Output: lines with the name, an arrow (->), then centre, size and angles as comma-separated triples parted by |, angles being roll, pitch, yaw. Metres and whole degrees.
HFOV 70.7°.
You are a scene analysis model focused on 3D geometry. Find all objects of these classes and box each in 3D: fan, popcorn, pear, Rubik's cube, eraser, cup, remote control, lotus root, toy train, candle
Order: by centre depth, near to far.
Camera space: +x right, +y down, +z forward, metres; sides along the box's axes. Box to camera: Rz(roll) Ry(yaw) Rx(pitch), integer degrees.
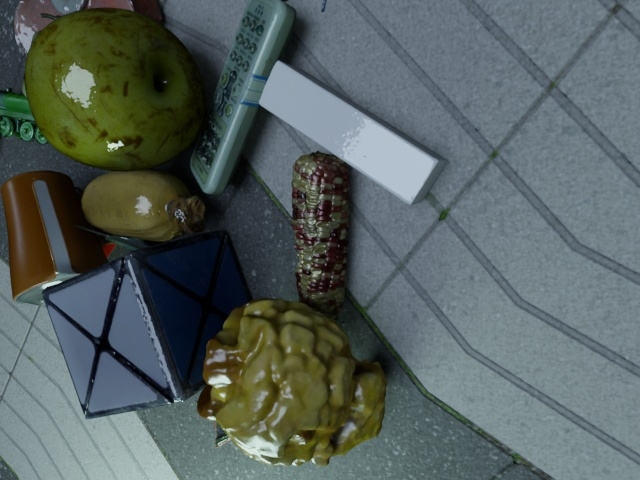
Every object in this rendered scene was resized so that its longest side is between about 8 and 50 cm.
popcorn -> -0.039, 0.236, 0.702 | 0.332, 0.225, 0.265 | 26, 124, -27
eraser -> 0.046, -0.170, 0.702 | 0.298, 0.078, 0.076 | 37, 113, 16
pear -> -0.341, -0.246, 0.765 | 0.283, 0.283, 0.284 | 5, 101, 26
remote control -> -0.138, -0.243, 0.779 | 0.128, 0.065, 0.336 | 49, 120, 43
Rubik's cube -> -0.299, 0.146, 0.831 | 0.254, 0.260, 0.260 | -20, 87, 27
candle -> -0.439, -0.460, 0.869 | 0.286, 0.131, 0.317 | 15, 115, 17
lotus root -> -0.346, -0.072, 0.878 | 0.302, 0.146, 0.131 | 4, 70, 27
cup -> -0.540, -0.007, 0.909 | 0.226, 0.182, 0.264 | -34, 75, 56
fan -> -0.409, -0.001, 0.917 | 0.113, 0.175, 0.005 | -5, 68, 47
toy train -> -0.665, -0.285, 1.038 | 0.251, 0.085, 0.119 | 15, 100, 22

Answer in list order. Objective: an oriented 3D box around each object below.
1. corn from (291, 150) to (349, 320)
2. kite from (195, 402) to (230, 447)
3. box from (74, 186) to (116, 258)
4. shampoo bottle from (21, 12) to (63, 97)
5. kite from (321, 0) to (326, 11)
corn -> 0.000, 0.000, 0.748 | 0.098, 0.098, 0.290 | 8, 106, 25
kite -> -0.206, 0.365, 0.962 | 0.158, 0.010, 0.190 | 8, 101, 27
box -> -0.553, -0.024, 1.042 | 0.112, 0.048, 0.175 | -45, 78, 23
shampoo bottle -> -0.485, -0.328, 0.822 | 0.079, 0.079, 0.162 | 42, 118, 14
kite -> -0.036, -0.469, 0.726 | 0.182, 0.010, 0.160 | 30, 111, 19
